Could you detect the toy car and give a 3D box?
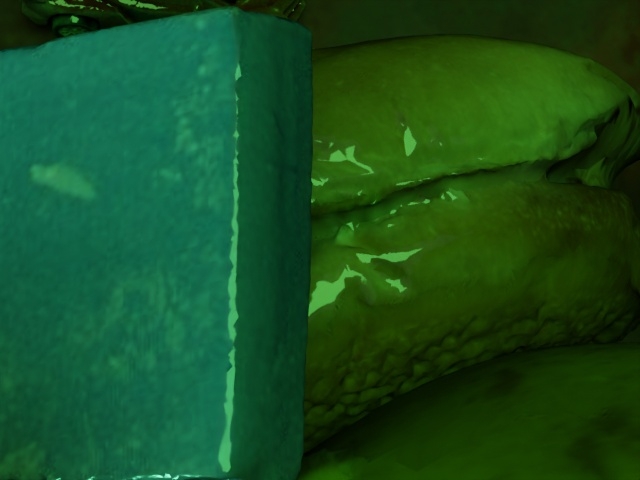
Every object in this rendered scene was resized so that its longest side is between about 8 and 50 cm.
[{"bbox_3d":[-0.066,-0.113,0.697,0.122,0.035,0.059,2,71,-4],"label":"toy car"}]

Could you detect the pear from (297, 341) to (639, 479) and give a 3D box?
[{"bbox_3d":[0.116,0.179,0.539,0.336,0.285,0.284,34,70,-36],"label":"pear"}]

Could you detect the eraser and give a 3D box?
[{"bbox_3d":[-0.145,0.012,0.559,0.312,0.043,0.144,-4,78,31],"label":"eraser"}]

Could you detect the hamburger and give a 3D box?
[{"bbox_3d":[0.000,0.000,0.609,0.283,0.156,0.144,-21,71,-4],"label":"hamburger"}]
